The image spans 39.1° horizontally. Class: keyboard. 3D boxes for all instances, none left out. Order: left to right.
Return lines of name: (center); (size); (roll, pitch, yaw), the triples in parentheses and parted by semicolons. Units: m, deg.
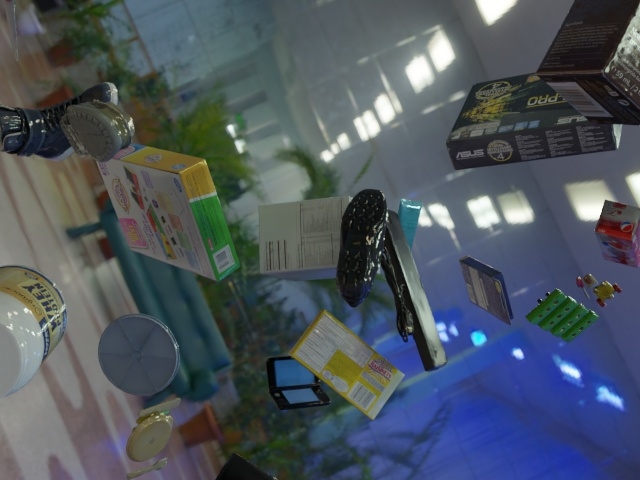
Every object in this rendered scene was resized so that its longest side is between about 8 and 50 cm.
keyboard: (0.150, 0.085, 1.640); (0.201, 0.033, 0.317); (14, 55, -68)

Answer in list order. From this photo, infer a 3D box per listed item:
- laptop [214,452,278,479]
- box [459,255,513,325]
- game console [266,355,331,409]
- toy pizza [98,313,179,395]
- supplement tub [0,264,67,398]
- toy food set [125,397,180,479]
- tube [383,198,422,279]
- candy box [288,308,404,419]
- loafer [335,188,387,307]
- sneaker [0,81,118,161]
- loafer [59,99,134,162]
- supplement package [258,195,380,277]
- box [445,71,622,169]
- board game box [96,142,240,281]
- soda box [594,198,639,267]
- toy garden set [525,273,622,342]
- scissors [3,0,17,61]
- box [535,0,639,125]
laptop: (-0.121, 0.739, 1.894); (0.382, 0.236, 0.407); (-54, 140, -54)
box: (0.449, 0.132, 2.401); (0.225, 0.037, 0.136); (-142, -148, -67)
game console: (-0.047, 0.302, 1.928); (0.107, 0.122, 0.071); (-136, -131, -58)
toy pizza: (-0.431, 0.270, 2.149); (0.032, 0.201, 0.201); (-46, 112, -78)
supplement tub: (-0.672, 0.192, 1.878); (0.316, 0.228, 0.228); (-99, 166, -77)
toy food set: (-0.386, 0.439, 2.027); (0.038, 0.132, 0.192); (30, -64, 35)
tube: (0.204, 0.000, 2.237); (0.052, 0.080, 0.207); (21, -77, 41)
candy box: (0.049, 0.229, 1.658); (0.206, 0.105, 0.027); (41, -15, -15)
loafer: (0.068, 0.009, 1.523); (0.078, 0.076, 0.223); (82, 18, -53)
sneaker: (-0.478, -0.216, 1.598); (0.163, 0.226, 0.086); (8, 56, -52)
loafer: (-0.326, -0.177, 1.349); (0.251, 0.087, 0.094); (17, -44, 62)
supplement package: (0.000, 0.000, 1.909); (0.194, 0.203, 0.149); (20, 66, -69)
box: (0.535, -0.308, 2.206); (0.097, 0.395, 0.318); (66, 35, -31)
board game box: (-0.312, -0.065, 1.805); (0.317, 0.064, 0.242); (16, -49, 44)
soda box: (0.716, -0.012, 2.141); (0.092, 0.083, 0.263); (16, -9, 26)
toy garden set: (0.655, 0.156, 2.334); (0.244, 0.204, 0.049); (27, 24, -46)
scissors: (-0.509, -0.414, 1.481); (0.021, 0.109, 0.297); (-58, 152, -42)
box: (0.515, -0.324, 1.543); (0.168, 0.203, 0.167); (32, -7, -27)
